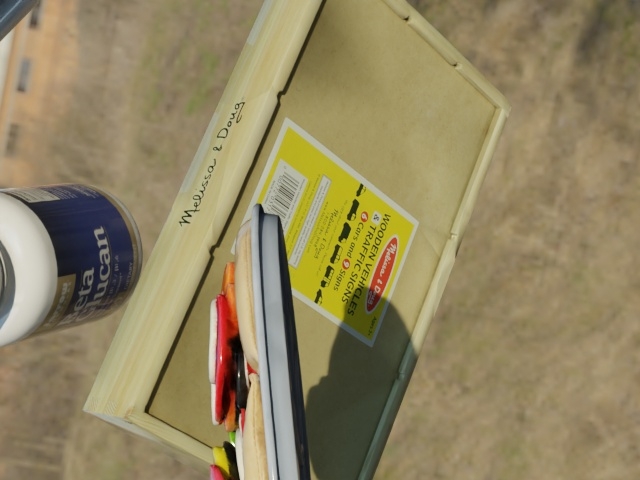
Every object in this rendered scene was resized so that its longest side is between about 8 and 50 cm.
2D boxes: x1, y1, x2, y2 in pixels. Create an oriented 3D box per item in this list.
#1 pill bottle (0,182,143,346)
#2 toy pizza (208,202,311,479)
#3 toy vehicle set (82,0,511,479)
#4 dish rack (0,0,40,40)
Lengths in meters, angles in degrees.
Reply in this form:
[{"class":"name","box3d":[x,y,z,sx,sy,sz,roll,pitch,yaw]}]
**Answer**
[{"class":"pill bottle","box3d":[-0.186,0.015,0.872,0.169,0.094,0.094,-14,-62,-68]},{"class":"toy pizza","box3d":[-0.021,0.087,0.513,0.201,0.032,0.201,-6,-90,-90]},{"class":"toy vehicle set","box3d":[0.000,0.000,0.743,0.035,0.166,0.267,4,64,46]},{"class":"dish rack","box3d":[-0.267,-0.135,0.761,0.333,0.072,0.285,-41,-10,20]}]
